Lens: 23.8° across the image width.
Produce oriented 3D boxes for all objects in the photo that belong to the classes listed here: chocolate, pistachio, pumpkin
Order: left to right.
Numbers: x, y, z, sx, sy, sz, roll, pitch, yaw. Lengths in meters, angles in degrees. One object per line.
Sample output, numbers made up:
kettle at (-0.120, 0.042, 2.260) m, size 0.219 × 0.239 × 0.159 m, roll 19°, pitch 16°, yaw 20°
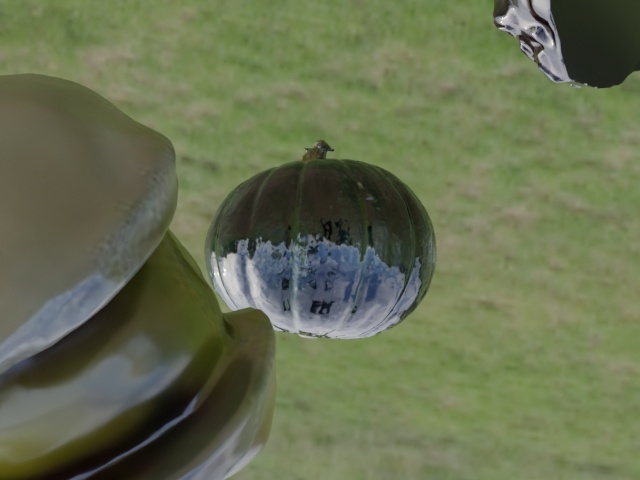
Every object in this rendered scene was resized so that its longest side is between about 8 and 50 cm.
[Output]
pistachio at (-0.149, 0.043, 0.509) m, size 0.288 × 0.197 × 0.166 m, roll -15°, pitch 120°, yaw 42°
pumpkin at (0.000, 0.000, 1.591) m, size 0.249 × 0.216 × 0.250 m, roll -3°, pitch 165°, yaw -1°
chocolate at (0.151, -0.223, 1.031) m, size 0.177 × 0.206 × 0.224 m, roll 27°, pitch 159°, yaw 38°
